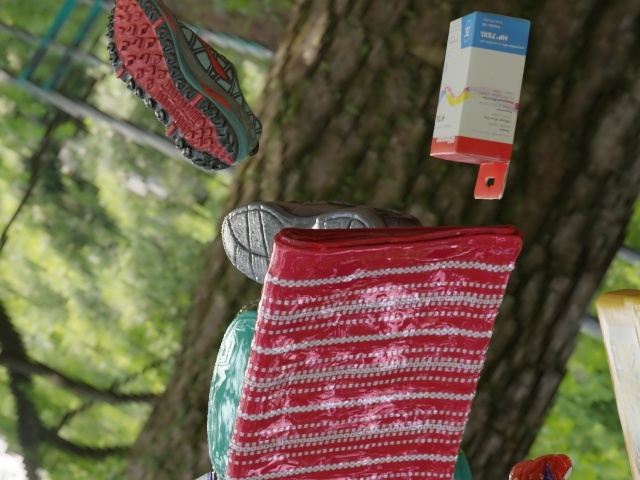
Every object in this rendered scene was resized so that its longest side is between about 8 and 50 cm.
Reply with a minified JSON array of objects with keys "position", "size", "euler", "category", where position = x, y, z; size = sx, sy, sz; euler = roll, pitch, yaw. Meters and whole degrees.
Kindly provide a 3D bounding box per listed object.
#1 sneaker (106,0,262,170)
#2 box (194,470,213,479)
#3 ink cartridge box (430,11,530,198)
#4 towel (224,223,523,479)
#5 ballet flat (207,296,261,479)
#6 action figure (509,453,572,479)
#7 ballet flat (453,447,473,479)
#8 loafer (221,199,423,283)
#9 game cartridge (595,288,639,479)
[{"position":[-0.168,-0.203,1.958],"size":[0.262,0.104,0.125],"euler":[57,-150,4],"category":"sneaker"},{"position":[-0.125,0.353,1.895],"size":[0.072,0.126,0.137],"euler":[11,159,-19],"category":"box"},{"position":[0.204,-0.173,2.034],"size":[0.078,0.231,0.134],"euler":[9,180,-10],"category":"ink cartridge box"},{"position":[0.036,0.106,1.156],"size":[0.198,0.275,0.031],"euler":[-2,-148,-23],"category":"towel"},{"position":[-0.045,0.289,1.728],"size":[0.182,0.483,0.164],"euler":[-3,-164,-43],"category":"ballet flat"},{"position":[0.229,0.340,1.792],"size":[0.091,0.280,0.139],"euler":[-24,94,43],"category":"action figure"},{"position":[0.165,0.312,1.869],"size":[0.052,0.057,0.168],"euler":[2,120,40],"category":"ballet flat"},{"position":[0.000,0.000,1.913],"size":[0.095,0.109,0.302],"euler":[-13,-171,-39],"category":"loafer"},{"position":[0.389,0.198,1.793],"size":[0.052,0.285,0.323],"euler":[-12,178,2],"category":"game cartridge"}]
